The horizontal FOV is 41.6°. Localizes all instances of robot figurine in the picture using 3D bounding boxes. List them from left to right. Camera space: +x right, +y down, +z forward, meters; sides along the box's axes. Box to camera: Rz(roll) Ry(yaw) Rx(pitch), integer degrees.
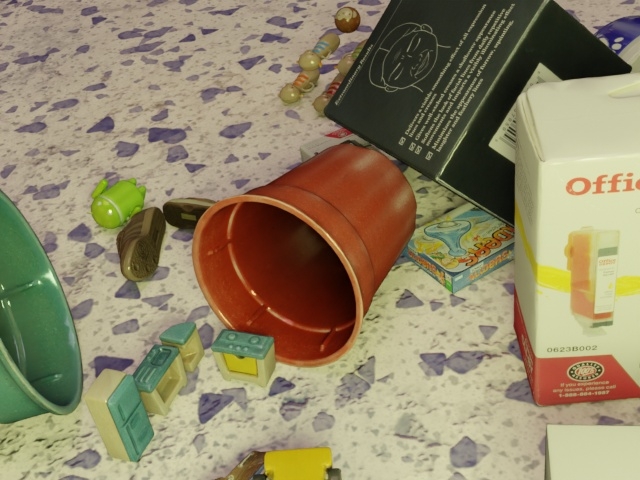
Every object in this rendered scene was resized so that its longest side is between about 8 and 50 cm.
[{"bbox_3d":[-0.371,-0.066,1.545,0.101,0.067,0.115,39,52,9],"label":"robot figurine"}]

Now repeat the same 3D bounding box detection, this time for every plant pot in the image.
[{"bbox_3d":[-0.549,0.136,1.141,0.334,0.341,0.341,-22,38,-2],"label":"plant pot"},{"bbox_3d":[0.000,0.000,1.239,0.272,0.272,0.265,13,34,27],"label":"plant pot"}]

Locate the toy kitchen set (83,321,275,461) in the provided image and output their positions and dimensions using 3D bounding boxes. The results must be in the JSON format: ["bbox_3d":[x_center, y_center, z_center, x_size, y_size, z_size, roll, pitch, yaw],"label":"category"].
[{"bbox_3d":[-0.176,0.188,1.126,0.166,0.122,0.207,7,41,21],"label":"toy kitchen set"}]

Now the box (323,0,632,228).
[{"bbox_3d":[0.230,-0.236,1.355,0.293,0.212,0.395,-59,33,8],"label":"box"}]

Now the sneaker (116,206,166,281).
[{"bbox_3d":[-0.318,0.014,1.448,0.071,0.066,0.188,-18,29,18],"label":"sneaker"}]

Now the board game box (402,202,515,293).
[{"bbox_3d":[0.247,-0.003,1.347,0.201,0.035,0.136,-27,40,-21],"label":"board game box"}]

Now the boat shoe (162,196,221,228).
[{"bbox_3d":[-0.190,-0.048,1.488,0.190,0.068,0.072,18,34,32],"label":"boat shoe"}]

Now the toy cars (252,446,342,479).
[{"bbox_3d":[0.051,0.371,0.873,0.176,0.087,0.394,-33,47,-30],"label":"toy cars"}]

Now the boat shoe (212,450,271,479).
[{"bbox_3d":[-0.110,0.318,0.999,0.066,0.066,0.183,14,33,35],"label":"boat shoe"}]

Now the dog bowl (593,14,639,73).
[{"bbox_3d":[0.519,-0.230,1.389,0.265,0.264,0.104,-26,37,-19],"label":"dog bowl"}]

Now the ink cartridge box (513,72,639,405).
[{"bbox_3d":[0.383,0.006,1.015,0.279,0.384,0.160,-6,38,6],"label":"ink cartridge box"}]

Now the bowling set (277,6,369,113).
[{"bbox_3d":[0.026,-0.367,1.747,0.287,0.199,0.154,10,43,31],"label":"bowling set"}]

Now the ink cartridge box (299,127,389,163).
[{"bbox_3d":[0.046,-0.138,1.544,0.109,0.063,0.150,-25,39,-19],"label":"ink cartridge box"}]

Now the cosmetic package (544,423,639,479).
[{"bbox_3d":[0.325,0.293,0.789,0.225,0.224,0.138,-2,38,10],"label":"cosmetic package"}]
